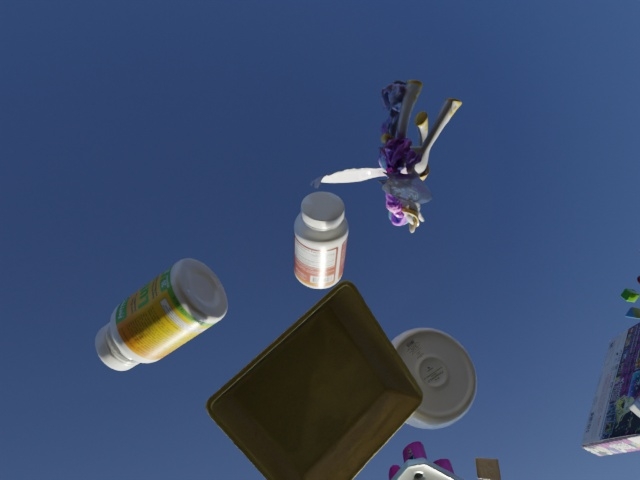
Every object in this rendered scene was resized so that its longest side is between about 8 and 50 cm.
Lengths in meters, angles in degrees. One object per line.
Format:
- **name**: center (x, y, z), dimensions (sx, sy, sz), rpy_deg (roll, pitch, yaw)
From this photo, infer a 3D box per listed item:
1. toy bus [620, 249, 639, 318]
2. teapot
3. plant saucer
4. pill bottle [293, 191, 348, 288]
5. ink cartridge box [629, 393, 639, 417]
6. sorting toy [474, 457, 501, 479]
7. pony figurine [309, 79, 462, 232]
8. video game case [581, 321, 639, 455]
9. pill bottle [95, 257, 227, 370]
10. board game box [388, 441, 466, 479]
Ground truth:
- **toy bus**: center (0.876, 0.128, 1.120), dimensions (0.104, 0.191, 0.202), rpy_deg (9, -75, -14)
- **teapot**: center (0.246, 0.353, 1.134), dimensions (0.256, 0.187, 0.253), rpy_deg (12, -121, -3)
- **plant saucer**: center (-0.002, 0.291, 0.864), dimensions (0.332, 0.081, 0.333), rpy_deg (-39, -70, -18)
- **pill bottle**: center (0.000, 0.000, 1.021), dimensions (0.121, 0.216, 0.121), rpy_deg (2, -133, -2)
- **ink cartridge box**: center (0.479, 0.190, 0.540), dimensions (0.128, 0.127, 0.176), rpy_deg (-45, -36, -3)
- **sorting toy**: center (0.463, 0.642, 1.254), dimensions (0.062, 0.012, 0.083), rpy_deg (-9, -95, 25)
- **pony figurine**: center (0.195, -0.200, 1.139), dimensions (0.351, 0.302, 0.364), rpy_deg (1, -75, -45)
- **video game case**: center (0.547, 0.251, 0.794), dimensions (0.041, 0.210, 0.232), rpy_deg (25, -115, 17)
- **pill bottle**: center (-0.316, 0.152, 0.888), dimensions (0.245, 0.136, 0.136), rpy_deg (-34, -79, 16)
- **board game box**: center (0.172, 0.486, 0.597), dimensions (0.390, 0.050, 0.390), rpy_deg (30, -73, -7)
